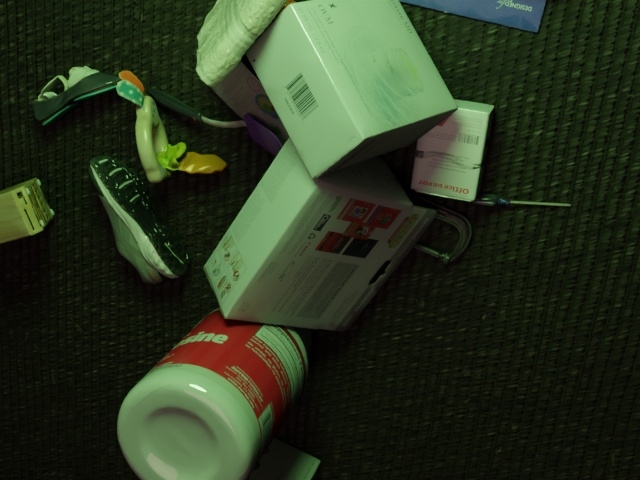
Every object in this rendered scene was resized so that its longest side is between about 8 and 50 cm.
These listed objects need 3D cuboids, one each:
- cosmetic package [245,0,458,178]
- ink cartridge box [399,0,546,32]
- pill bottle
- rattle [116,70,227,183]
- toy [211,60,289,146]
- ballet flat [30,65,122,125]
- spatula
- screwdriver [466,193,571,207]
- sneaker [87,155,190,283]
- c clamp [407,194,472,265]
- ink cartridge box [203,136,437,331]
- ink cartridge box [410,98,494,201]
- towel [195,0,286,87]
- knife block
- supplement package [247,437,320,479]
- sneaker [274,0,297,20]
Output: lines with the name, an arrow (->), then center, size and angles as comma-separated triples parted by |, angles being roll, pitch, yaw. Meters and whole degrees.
cosmetic package -> 0.051, -0.243, 1.357 | 0.138, 0.224, 0.224 | -34, 82, 48
ink cartridge box -> 0.218, -0.493, 1.341 | 0.303, 0.072, 0.307 | 16, 111, 12
pill bottle -> -0.156, 0.247, 1.541 | 0.229, 0.408, 0.229 | 6, 110, 16
rattle -> -0.264, -0.207, 1.575 | 0.142, 0.130, 0.200 | -3, 103, 22
toy -> -0.083, -0.226, 1.528 | 0.237, 0.056, 0.137 | 48, 152, -9
ballet flat -> -0.452, -0.275, 1.638 | 0.203, 0.074, 0.074 | -21, 102, 26
spatula -> -0.184, -0.212, 1.572 | 0.296, 0.030, 0.084 | 22, 157, 17
screwdriver -> 0.327, -0.060, 1.487 | 0.170, 0.024, 0.025 | 9, 82, 13
sneaker -> -0.361, -0.033, 1.681 | 0.108, 0.100, 0.271 | -26, 100, 30
c clamp -> 0.177, -0.007, 1.558 | 0.160, 0.022, 0.137 | 18, 109, 13
ink cartridge box -> 0.000, 0.000, 1.524 | 0.309, 0.272, 0.130 | -53, 44, 27
ink cartridge box -> 0.215, -0.151, 1.466 | 0.109, 0.063, 0.150 | 12, 113, 14
towel -> -0.121, -0.360, 1.386 | 0.049, 0.282, 0.187 | 33, 112, -22
knife block -> -0.639, -0.032, 1.698 | 0.242, 0.275, 0.088 | -23, 103, -6
supplement package -> -0.175, 0.494, 1.752 | 0.262, 0.199, 0.198 | 25, 115, 8
sneaker -> -0.033, -0.311, 1.481 | 0.064, 0.067, 0.175 | -18, 112, -12
